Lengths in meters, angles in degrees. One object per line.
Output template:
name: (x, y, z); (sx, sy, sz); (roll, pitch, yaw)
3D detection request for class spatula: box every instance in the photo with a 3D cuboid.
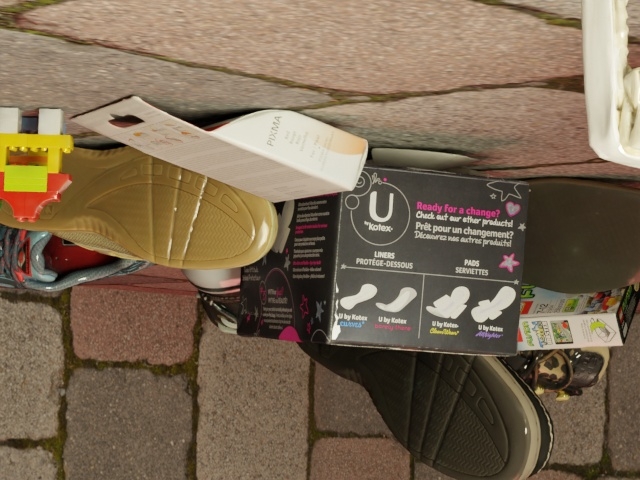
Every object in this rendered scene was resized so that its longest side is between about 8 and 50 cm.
spatula: (0.038, -0.061, 1.617); (0.242, 0.019, 0.168); (4, 177, 26)

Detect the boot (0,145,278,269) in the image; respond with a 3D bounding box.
boot: (-0.124, -0.021, 1.614); (0.262, 0.095, 0.203); (7, 176, 24)

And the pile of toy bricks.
pile of toy bricks: (-0.285, -0.042, 1.416); (0.212, 0.105, 0.118); (2, 175, 3)

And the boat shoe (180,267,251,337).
boat shoe: (-0.065, 0.035, 1.869); (0.121, 0.119, 0.335); (-10, -174, 3)

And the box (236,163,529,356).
box: (0.046, 0.016, 1.544); (0.163, 0.142, 0.247); (5, 178, -19)

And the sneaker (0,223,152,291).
sneaker: (-0.271, -0.003, 1.801); (0.262, 0.104, 0.125); (-8, -170, 9)

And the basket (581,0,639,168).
basket: (0.193, -0.084, 0.719); (0.167, 0.113, 0.103); (5, 171, -34)

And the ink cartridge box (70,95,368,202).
ink cartridge box: (-0.075, -0.079, 1.397); (0.179, 0.045, 0.145); (24, 167, -22)

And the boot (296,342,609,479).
boot: (0.172, 0.117, 1.886); (0.284, 0.138, 0.377); (1, -161, -36)

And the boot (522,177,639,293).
boot: (0.196, -0.017, 1.751); (0.305, 0.112, 0.115); (-4, -159, 31)

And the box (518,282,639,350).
box: (0.246, 0.031, 1.779); (0.114, 0.036, 0.207); (-4, -151, 24)
